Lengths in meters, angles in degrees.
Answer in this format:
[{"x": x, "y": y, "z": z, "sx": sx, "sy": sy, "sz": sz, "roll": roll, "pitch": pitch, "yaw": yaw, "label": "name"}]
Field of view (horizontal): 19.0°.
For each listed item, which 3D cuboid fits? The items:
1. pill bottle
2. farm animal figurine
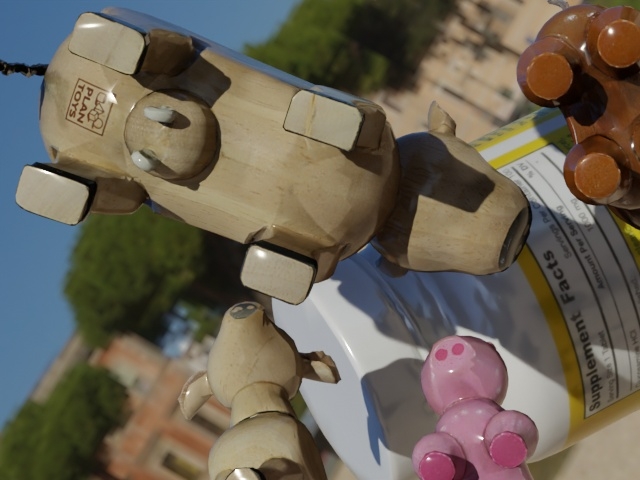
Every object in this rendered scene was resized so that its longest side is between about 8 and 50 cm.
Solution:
[{"x": 0.149, "y": 0.016, "z": 1.142, "sx": 0.334, "sy": 0.188, "sz": 0.188, "roll": -25, "pitch": -15, "yaw": -16, "label": "pill bottle"}, {"x": 0.000, "y": 0.000, "z": 0.860, "sx": 0.330, "sy": 0.327, "sz": 0.172, "roll": -53, "pitch": -2, "yaw": 10, "label": "farm animal figurine"}]
